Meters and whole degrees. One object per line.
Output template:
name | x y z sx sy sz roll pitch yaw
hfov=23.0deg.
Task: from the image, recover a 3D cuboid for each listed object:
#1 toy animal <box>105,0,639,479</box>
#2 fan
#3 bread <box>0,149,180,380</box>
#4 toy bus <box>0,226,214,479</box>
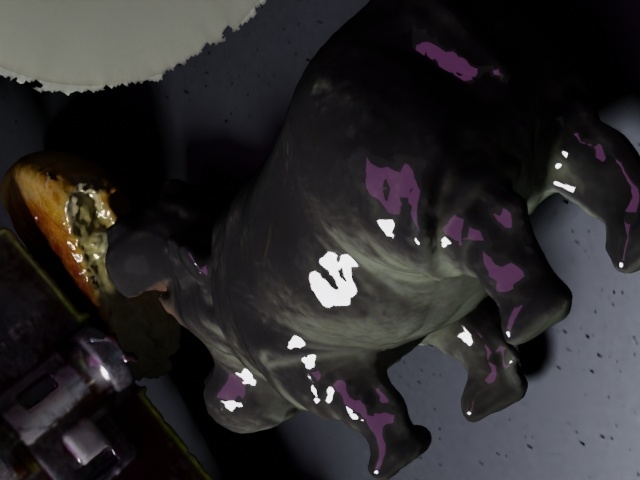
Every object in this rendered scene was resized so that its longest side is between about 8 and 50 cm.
toy animal | 0.006 0.016 0.675 0.168 0.106 0.343 62 149 1
fan | -0.098 -0.225 0.650 0.009 0.191 0.329 -72 -19 -82
bread | -0.139 -0.005 0.887 0.136 0.054 0.154 34 148 43
toy bus | -0.119 0.144 0.870 0.301 0.113 0.139 52 159 0
